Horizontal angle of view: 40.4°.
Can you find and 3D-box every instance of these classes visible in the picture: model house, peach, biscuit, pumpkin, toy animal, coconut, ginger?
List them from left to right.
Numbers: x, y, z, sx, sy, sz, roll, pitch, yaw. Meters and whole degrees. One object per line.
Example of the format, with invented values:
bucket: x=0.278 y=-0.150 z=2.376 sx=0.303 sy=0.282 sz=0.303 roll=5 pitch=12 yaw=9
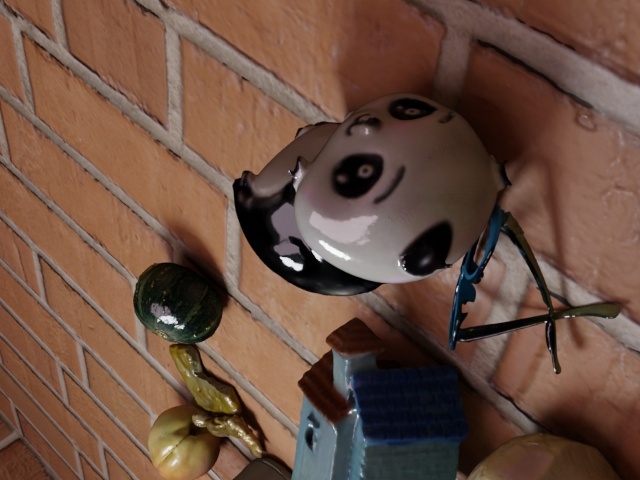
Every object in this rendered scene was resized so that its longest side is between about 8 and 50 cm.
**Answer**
pumpkin: x=-0.284 y=0.125 z=1.723 sx=0.190 sy=0.146 sz=0.190 roll=13 pitch=146 yaw=9
peach: x=-0.327 y=0.489 z=2.079 sx=0.184 sy=0.184 sz=0.184 roll=32 pitch=140 yaw=31
biscuit: x=-0.262 y=0.310 z=1.957 sx=0.174 sy=0.039 sz=0.183 roll=-9 pitch=113 yaw=56
ginger: x=-0.205 y=0.423 z=1.960 sx=0.193 sy=0.052 sz=0.176 roll=29 pitch=151 yaw=8
toy animal: x=0.067 y=-0.051 z=1.049 sx=0.310 sy=0.251 sz=0.250 roll=1 pitch=119 yaw=55
model house: x=0.089 y=0.264 z=1.345 sx=0.295 sy=0.252 sz=0.329 roll=-154 pitch=62 yaw=-72
coconut: x=0.302 y=0.370 z=1.149 sx=0.237 sy=0.197 sz=0.236 roll=36 pitch=141 yaw=36

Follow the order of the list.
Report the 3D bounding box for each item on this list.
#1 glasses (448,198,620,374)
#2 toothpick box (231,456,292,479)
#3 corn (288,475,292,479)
glasses: x=0.239 y=0.079 z=1.056 sx=0.207 sy=0.102 sz=0.239 roll=37 pitch=142 yaw=26
toothpick box: x=-0.174 y=0.650 z=1.888 sx=0.229 sy=0.316 sz=0.229 roll=31 pitch=140 yaw=31
corn: x=0.002 y=0.610 z=1.809 sx=0.120 sy=0.120 sz=0.363 roll=21 pitch=134 yaw=41
